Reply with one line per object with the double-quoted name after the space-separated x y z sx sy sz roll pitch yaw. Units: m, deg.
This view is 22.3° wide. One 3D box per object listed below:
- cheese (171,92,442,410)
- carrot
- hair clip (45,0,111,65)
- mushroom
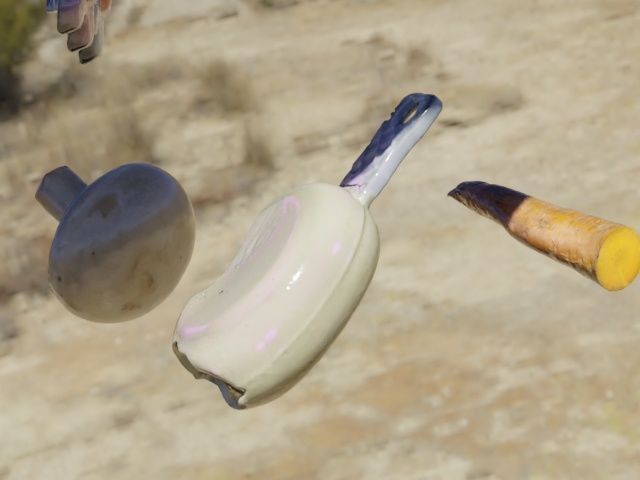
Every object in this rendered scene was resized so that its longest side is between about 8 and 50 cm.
0.000 0.000 1.257 0.286 0.082 0.163 -53 22 -11 "cheese"
0.190 -0.019 1.451 0.057 0.057 0.224 -22 31 -29 "carrot"
-0.266 -0.276 1.803 0.075 0.146 0.257 11 -2 -9 "hair clip"
-0.263 -0.014 1.969 0.215 0.207 0.207 36 40 24 "mushroom"
